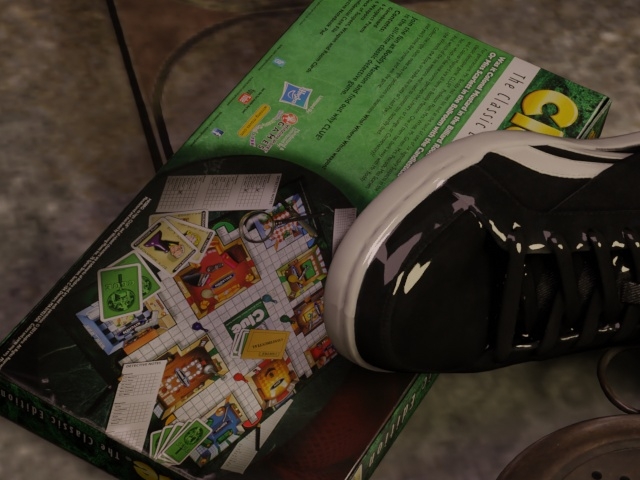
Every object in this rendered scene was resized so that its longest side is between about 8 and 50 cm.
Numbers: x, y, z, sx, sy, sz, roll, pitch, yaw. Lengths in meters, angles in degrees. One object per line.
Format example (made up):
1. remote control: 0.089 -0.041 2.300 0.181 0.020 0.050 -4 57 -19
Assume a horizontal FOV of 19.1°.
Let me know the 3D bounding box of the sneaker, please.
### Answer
1. sneaker: 0.115 0.009 0.662 0.217 0.079 0.121 -17 28 -39

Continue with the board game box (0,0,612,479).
1. board game box: 0.000 0.000 0.734 0.136 0.030 0.260 25 50 17

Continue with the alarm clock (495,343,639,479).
1. alarm clock: 0.112 0.104 0.636 0.129 0.064 0.192 8 45 -1
